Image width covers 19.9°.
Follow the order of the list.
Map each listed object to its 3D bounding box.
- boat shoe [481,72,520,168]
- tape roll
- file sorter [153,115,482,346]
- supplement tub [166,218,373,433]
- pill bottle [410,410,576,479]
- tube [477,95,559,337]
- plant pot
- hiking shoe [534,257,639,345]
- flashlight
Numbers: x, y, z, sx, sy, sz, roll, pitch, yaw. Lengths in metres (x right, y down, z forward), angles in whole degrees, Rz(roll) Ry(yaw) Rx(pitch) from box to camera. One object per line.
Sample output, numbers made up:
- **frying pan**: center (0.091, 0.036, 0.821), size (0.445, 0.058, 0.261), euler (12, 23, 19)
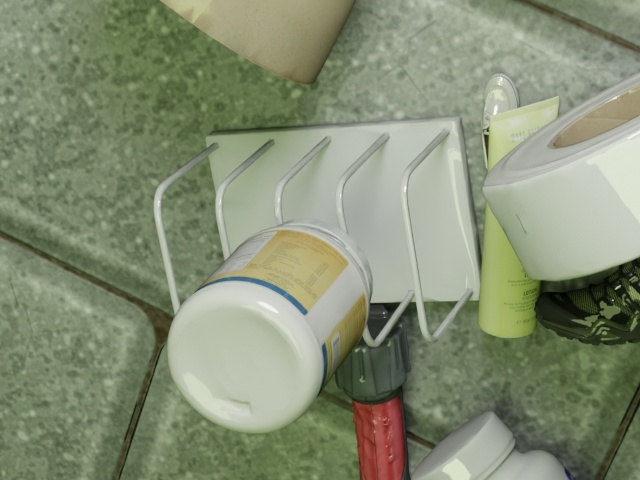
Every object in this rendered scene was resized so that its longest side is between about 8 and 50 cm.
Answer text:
- **boat shoe**: center (0.173, -0.113, 1.792), size (0.035, 0.035, 0.100), euler (10, 114, 18)
- **tape roll**: center (0.288, -0.076, 1.619), size (0.286, 0.286, 0.100), euler (-25, 101, 28)
- **file sorter**: center (0.000, 0.000, 1.829), size (0.277, 0.173, 0.193), euler (-2, 110, 22)
- **supplement tub**: center (-0.039, 0.072, 1.659), size (0.144, 0.200, 0.144), euler (8, 114, 18)
- **pill bottle**: center (0.220, 0.313, 1.879), size (0.152, 0.152, 0.272), euler (-39, 93, 29)
- **tube**: center (0.192, -0.021, 1.799), size (0.062, 0.070, 0.240), euler (6, 115, 8)
- **plant pot**: center (-0.032, -0.329, 1.691), size (0.256, 0.256, 0.274), euler (37, 102, 4)
- **hiking shoe**: center (0.319, 0.037, 1.778), size (0.226, 0.086, 0.114), euler (-4, 101, 14)
- **flashlight**: center (0.061, 0.229, 1.927), size (0.103, 0.103, 0.304), euler (28, 132, 49)
